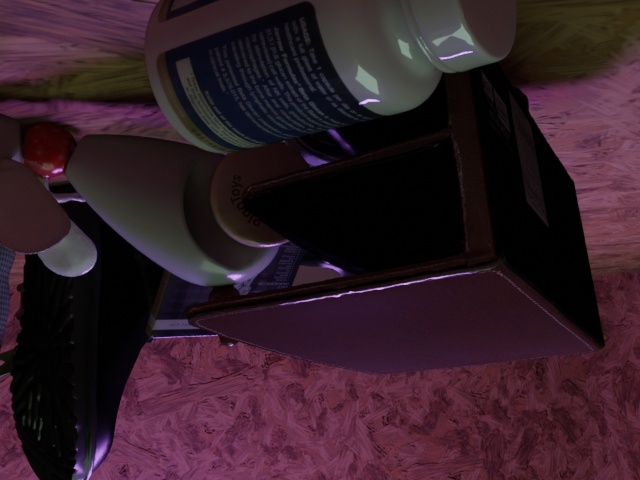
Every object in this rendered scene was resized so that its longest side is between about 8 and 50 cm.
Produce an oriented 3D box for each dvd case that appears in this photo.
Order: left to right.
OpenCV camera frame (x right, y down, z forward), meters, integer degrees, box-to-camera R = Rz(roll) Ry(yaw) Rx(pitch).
[{"bbox_3d":[-0.081,0.003,0.822,0.164,0.221,0.018,4,-156,-42],"label":"dvd case"}]

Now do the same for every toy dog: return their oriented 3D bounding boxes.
[{"bbox_3d":[-0.168,-0.008,0.634,0.333,0.161,0.220,6,173,9],"label":"toy dog"}]

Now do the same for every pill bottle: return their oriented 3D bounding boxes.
[{"bbox_3d":[0.003,-0.102,0.382,0.169,0.094,0.094,-7,172,37],"label":"pill bottle"}]

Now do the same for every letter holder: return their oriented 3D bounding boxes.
[{"bbox_3d":[0.061,0.002,0.572,0.214,0.152,0.302,-14,159,26],"label":"letter holder"}]

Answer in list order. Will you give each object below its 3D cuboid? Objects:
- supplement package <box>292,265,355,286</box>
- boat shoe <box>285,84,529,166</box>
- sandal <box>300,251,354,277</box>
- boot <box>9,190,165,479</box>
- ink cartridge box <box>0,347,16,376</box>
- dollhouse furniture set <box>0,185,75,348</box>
[{"bbox_3d":[-0.001,0.049,1.418,0.262,0.145,0.204,-6,172,25],"label":"supplement package"},{"bbox_3d":[0.067,-0.098,0.611,0.183,0.065,0.083,0,160,-14],"label":"boat shoe"},{"bbox_3d":[0.002,0.001,1.048,0.167,0.107,0.446,16,168,-17],"label":"sandal"},{"bbox_3d":[-0.194,0.100,0.888,0.131,0.348,0.260,21,-163,40],"label":"boot"},{"bbox_3d":[-0.488,0.139,0.898,0.255,0.097,0.189,-19,-173,-17],"label":"ink cartridge box"},{"bbox_3d":[-0.312,0.024,0.874,0.151,0.197,0.301,-3,174,22],"label":"dollhouse furniture set"}]
